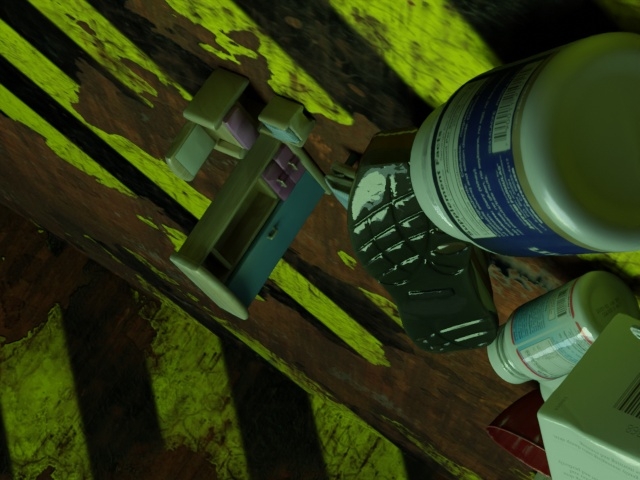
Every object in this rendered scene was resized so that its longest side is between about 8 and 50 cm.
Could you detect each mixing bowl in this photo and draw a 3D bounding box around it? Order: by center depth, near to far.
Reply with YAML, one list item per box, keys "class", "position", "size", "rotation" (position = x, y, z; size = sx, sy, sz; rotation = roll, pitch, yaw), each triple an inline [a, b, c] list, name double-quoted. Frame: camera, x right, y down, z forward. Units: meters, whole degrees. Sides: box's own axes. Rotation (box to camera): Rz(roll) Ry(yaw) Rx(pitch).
- class: "mixing bowl"
  position: [0.331, 0.269, 2.268]
  size: [0.181, 0.098, 0.181]
  rotation: [30, 167, 7]

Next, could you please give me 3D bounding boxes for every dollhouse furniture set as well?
- class: "dollhouse furniture set"
  position: [0.000, 0.000, 1.806]
  size: [0.303, 0.198, 0.286]
  rotation: [24, 166, 34]

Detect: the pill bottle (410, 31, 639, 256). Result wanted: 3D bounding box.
- class: "pill bottle"
  position: [0.171, -0.064, 1.219]
  size: [0.153, 0.153, 0.264]
  rotation: [36, 169, -14]

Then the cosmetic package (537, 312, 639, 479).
- class: "cosmetic package"
  position: [0.366, 0.283, 1.606]
  size: [0.217, 0.156, 0.385]
  rotation: [23, 146, 36]

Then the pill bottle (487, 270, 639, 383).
- class: "pill bottle"
  position: [0.248, 0.095, 1.681]
  size: [0.087, 0.087, 0.160]
  rotation: [37, 143, -18]

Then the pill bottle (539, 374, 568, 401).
- class: "pill bottle"
  position: [0.324, 0.167, 1.819]
  size: [0.221, 0.124, 0.124]
  rotation: [41, 165, -33]

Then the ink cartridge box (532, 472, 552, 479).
- class: "ink cartridge box"
  position: [0.459, 0.389, 2.377]
  size: [0.198, 0.115, 0.273]
  rotation: [36, 167, -15]

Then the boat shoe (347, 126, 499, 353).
- class: "boat shoe"
  position: [0.105, -0.011, 1.637]
  size: [0.122, 0.120, 0.324]
  rotation: [-4, 144, 13]

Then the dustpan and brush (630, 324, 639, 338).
- class: "dustpan and brush"
  position: [0.357, 0.096, 1.316]
  size: [0.211, 0.060, 0.147]
  rotation: [27, 167, 27]
